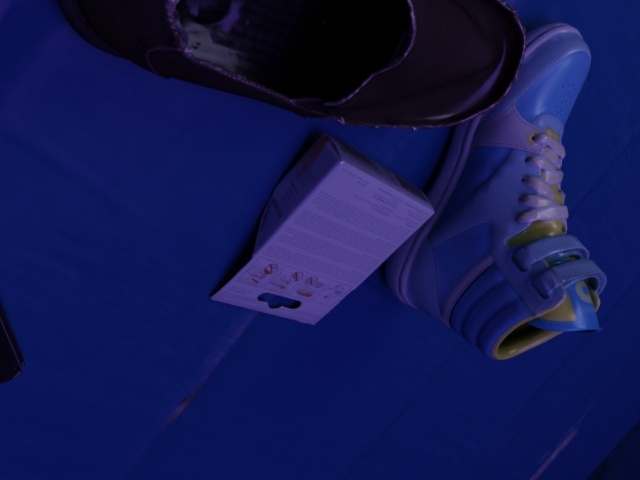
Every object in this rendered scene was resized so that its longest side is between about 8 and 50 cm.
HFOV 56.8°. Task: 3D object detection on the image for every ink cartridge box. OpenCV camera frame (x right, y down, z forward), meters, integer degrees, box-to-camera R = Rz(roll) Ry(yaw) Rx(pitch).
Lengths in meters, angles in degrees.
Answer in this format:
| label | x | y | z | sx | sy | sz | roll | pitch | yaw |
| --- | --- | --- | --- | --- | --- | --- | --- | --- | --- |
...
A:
| label | x | y | z | sx | sy | sz | roll | pitch | yaw |
| --- | --- | --- | --- | --- | --- | --- | --- | --- | --- |
| ink cartridge box | 0.000 | 0.000 | 0.554 | 0.179 | 0.045 | 0.145 | -43 | 140 | 23 |

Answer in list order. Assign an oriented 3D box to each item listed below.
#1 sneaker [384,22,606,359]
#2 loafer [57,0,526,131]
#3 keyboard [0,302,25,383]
| label | x | y | z | sx | sy | sz | roll | pitch | yaw |
| --- | --- | --- | --- | --- | --- | --- | --- | --- | --- |
| sneaker | 0.210 | -0.030 | 0.558 | 0.127 | 0.208 | 0.319 | 10 | 113 | -40 |
| loafer | 0.024 | -0.128 | 0.401 | 0.365 | 0.130 | 0.134 | -5 | 123 | -35 |
| keyboard | -0.301 | 0.083 | 0.384 | 0.180 | 0.023 | 0.108 | -20 | 136 | -26 |
